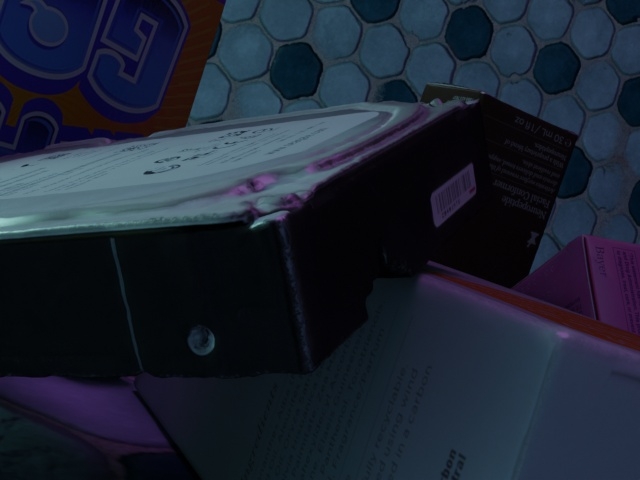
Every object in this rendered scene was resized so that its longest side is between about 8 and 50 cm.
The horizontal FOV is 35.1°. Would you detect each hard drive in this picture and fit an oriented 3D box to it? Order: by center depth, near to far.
[{"bbox_3d":[-0.111,-0.006,0.487,0.338,0.064,0.237,-5,14,27],"label":"hard drive"}]

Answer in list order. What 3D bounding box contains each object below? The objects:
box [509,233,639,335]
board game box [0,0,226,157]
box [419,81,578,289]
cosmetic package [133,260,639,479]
[{"bbox_3d":[0.248,0.109,0.784,0.243,0.117,0.213,9,-29,-21],"label":"box"},{"bbox_3d":[-0.347,-0.151,0.799,0.356,0.357,0.356,19,2,30],"label":"board game box"},{"bbox_3d":[0.189,-0.006,1.399,0.191,0.381,0.143,16,5,-32],"label":"box"},{"bbox_3d":[0.067,0.099,0.576,0.230,0.162,0.453,18,2,-24],"label":"cosmetic package"}]
